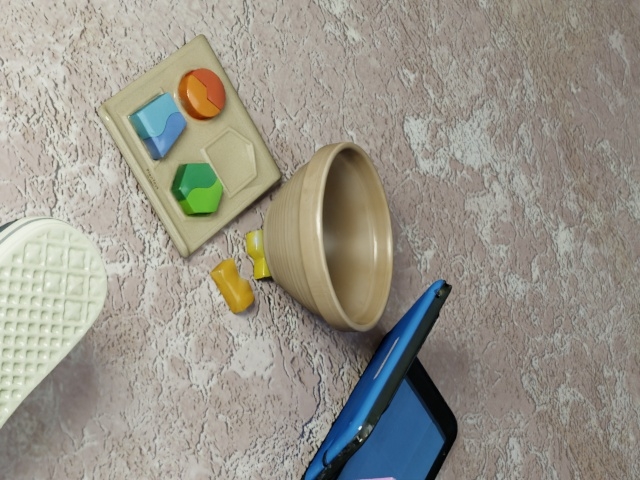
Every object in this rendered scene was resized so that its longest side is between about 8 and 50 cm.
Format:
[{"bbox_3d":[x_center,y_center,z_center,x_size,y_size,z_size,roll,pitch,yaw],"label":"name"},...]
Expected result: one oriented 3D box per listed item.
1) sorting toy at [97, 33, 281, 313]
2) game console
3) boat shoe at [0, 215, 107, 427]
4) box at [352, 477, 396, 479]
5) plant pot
[{"bbox_3d":[-0.128,-0.080,2.052,0.229,0.041,0.307,-45,111,-45],"label":"sorting toy"},{"bbox_3d":[0.115,0.241,2.132,0.173,0.250,0.293,35,50,-3],"label":"game console"},{"bbox_3d":[-0.414,0.157,1.593,0.500,0.156,0.187,-46,118,-32],"label":"boat shoe"},{"bbox_3d":[0.029,0.347,1.904,0.201,0.293,0.057,40,55,-33],"label":"box"},{"bbox_3d":[0.000,0.000,2.092,0.237,0.110,0.237,-6,90,-67],"label":"plant pot"}]
